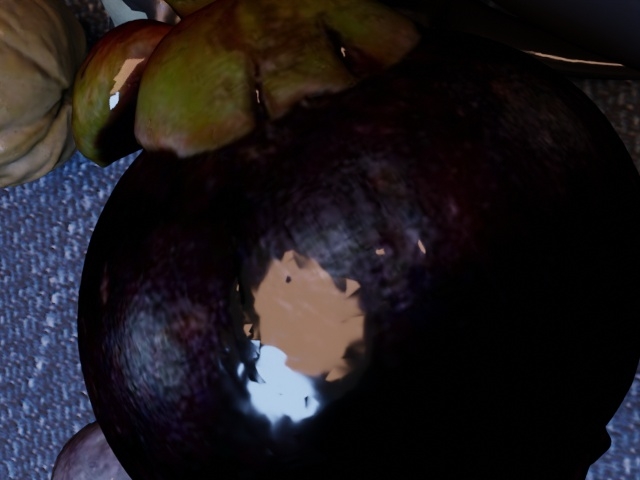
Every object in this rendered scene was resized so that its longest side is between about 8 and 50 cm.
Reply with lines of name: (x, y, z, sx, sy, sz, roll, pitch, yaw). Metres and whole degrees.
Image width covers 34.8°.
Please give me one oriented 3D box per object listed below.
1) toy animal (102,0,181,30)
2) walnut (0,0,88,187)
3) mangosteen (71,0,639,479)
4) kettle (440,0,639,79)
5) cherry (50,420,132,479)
toy animal: (-0.129, -0.177, 0.817, 0.121, 0.225, 0.094, 43, 64, 15)
walnut: (-0.298, -0.137, 0.866, 0.213, 0.213, 0.213, 2, 94, 21)
mangosteen: (0.000, 0.000, 0.660, 0.382, 0.382, 0.435, -43, 80, 18)
kettle: (0.174, -0.200, 0.657, 0.290, 0.268, 0.207, 15, 58, 3)
cherry: (-0.119, 0.216, 0.835, 0.195, 0.195, 0.195, 2, 94, 21)
